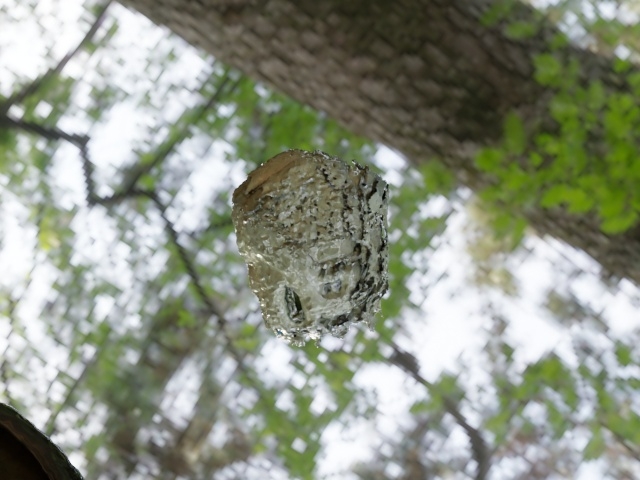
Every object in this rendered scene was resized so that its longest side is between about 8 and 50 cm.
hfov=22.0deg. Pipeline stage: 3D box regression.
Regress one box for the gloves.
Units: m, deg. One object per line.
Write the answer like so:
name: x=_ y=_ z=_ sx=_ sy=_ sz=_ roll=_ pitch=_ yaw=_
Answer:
gloves: x=0.000 y=0.002 z=1.145 sx=0.114 sy=0.153 sz=0.070 roll=-15 pitch=-143 yaw=-5

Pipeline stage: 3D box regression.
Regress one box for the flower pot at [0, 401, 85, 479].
flower pot: x=-0.308 y=0.259 z=1.094 sx=0.267 sy=0.266 sz=0.266 roll=-56 pitch=-158 yaw=36
